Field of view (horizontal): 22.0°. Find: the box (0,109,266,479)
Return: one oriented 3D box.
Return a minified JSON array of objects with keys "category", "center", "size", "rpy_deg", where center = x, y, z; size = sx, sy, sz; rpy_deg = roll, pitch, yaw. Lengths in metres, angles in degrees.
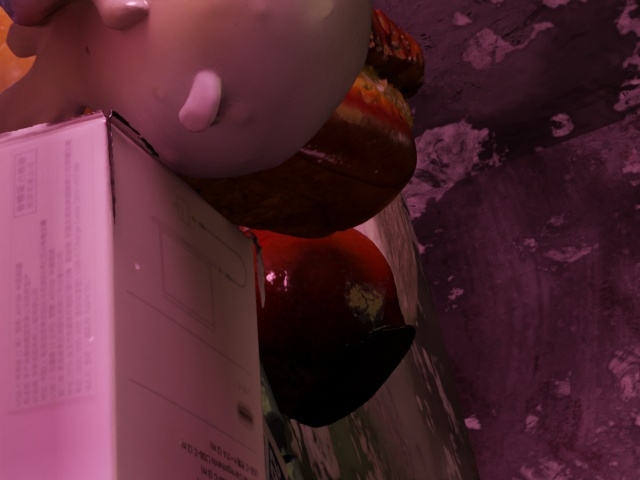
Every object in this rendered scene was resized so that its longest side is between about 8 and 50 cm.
[{"category":"box","center":[-0.114,0.081,0.980],"size":[0.203,0.106,0.252],"rpy_deg":[44,37,-60]}]

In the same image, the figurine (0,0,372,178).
[{"category":"figurine","center":[-0.169,-0.173,1.036],"size":[0.394,0.274,0.227],"rpy_deg":[34,26,-9]}]

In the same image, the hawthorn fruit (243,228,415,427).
[{"category":"hawthorn fruit","center":[-0.015,0.058,1.637],"size":[0.251,0.189,0.189],"rpy_deg":[-107,173,-46]}]

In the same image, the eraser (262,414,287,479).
[{"category":"eraser","center":[-0.069,0.203,1.333],"size":[0.210,0.068,0.125],"rpy_deg":[-94,162,-65]}]

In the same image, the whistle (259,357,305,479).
[{"category":"whistle","center":[-0.078,0.124,1.482],"size":[0.062,0.062,0.312],"rpy_deg":[-20,90,-82]}]

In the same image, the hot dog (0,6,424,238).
[{"category":"hot dog","center":[-0.054,-0.123,1.282],"size":[0.405,0.223,0.185],"rpy_deg":[13,67,-54]}]

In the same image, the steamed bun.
[{"category":"steamed bun","center":[0.000,0.000,1.886],"size":[0.283,0.177,0.283],"rpy_deg":[-16,90,-78]}]
